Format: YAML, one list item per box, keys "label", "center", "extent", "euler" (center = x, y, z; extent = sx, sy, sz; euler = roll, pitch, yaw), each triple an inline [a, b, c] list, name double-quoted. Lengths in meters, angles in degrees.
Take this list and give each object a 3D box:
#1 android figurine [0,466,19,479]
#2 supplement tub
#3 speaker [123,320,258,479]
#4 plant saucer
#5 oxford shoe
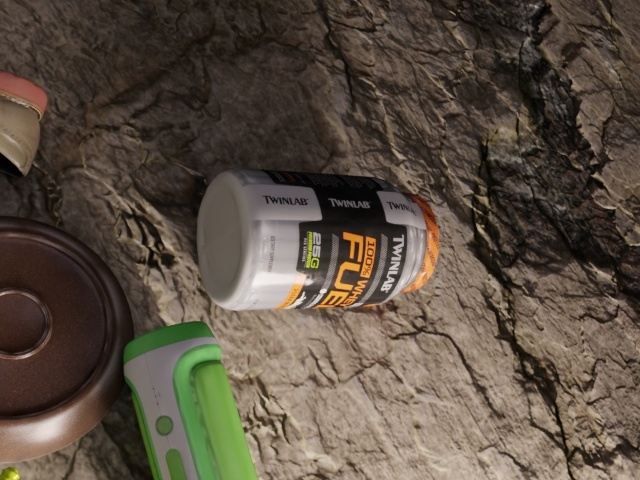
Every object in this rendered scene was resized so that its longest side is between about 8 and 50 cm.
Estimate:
- label: "android figurine"
  center: [-0.417, 0.338, 0.790]
  extent: [0.248, 0.056, 0.273]
  euler: [36, 56, -11]
- label: "supplement tub"
  center: [0.000, 0.000, 1.114]
  extent: [0.316, 0.193, 0.193]
  euler: [0, 67, -30]
- label: "speaker"
  center: [-0.148, 0.255, 0.946]
  extent: [0.131, 0.131, 0.296]
  euler: [-9, 72, -34]
- label: "plant saucer"
  center: [-0.370, 0.104, 0.935]
  extent: [0.310, 0.050, 0.310]
  euler: [12, 63, -25]
- label: "oxford shoe"
  center: [-0.507, -0.159, 0.929]
  extent: [0.348, 0.123, 0.130]
  euler: [9, 73, -29]
